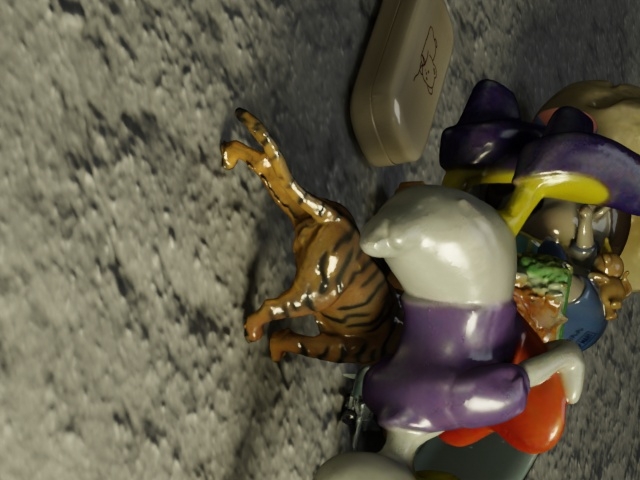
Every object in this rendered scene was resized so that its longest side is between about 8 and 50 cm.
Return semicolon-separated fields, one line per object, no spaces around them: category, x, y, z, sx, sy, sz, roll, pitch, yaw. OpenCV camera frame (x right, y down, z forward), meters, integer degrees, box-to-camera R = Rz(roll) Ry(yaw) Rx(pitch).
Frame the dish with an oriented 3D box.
dish;0.074;0.216;1.515;0.080;0.182;0.243;43;27;2

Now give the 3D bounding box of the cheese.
cheese;0.320;-0.059;2.059;0.235;0.218;0.117;57;24;-6

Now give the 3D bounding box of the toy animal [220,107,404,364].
toy animal;-0.001;0.007;1.395;0.255;0.116;0.114;59;31;-43

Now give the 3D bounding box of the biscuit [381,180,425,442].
biscuit;0.078;0.067;1.646;0.144;0.040;0.236;59;29;-53

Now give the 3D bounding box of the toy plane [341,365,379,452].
toy plane;0.033;0.126;1.541;0.083;0.031;0.078;87;13;-47

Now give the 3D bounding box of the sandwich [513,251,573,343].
sandwich;0.163;0.112;1.710;0.160;0.109;0.184;-75;164;-53

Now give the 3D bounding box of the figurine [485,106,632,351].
figurine;0.218;-0.010;1.884;0.158;0.161;0.275;34;37;-10

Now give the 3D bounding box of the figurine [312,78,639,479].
figurine;0.081;0.081;1.334;0.193;0.154;0.420;31;74;-42

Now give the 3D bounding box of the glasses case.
glasses case;0.072;-0.146;1.694;0.196;0.050;0.083;-73;145;-44
